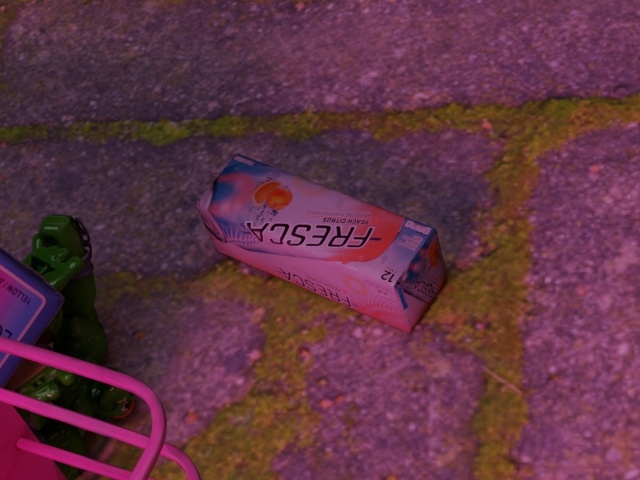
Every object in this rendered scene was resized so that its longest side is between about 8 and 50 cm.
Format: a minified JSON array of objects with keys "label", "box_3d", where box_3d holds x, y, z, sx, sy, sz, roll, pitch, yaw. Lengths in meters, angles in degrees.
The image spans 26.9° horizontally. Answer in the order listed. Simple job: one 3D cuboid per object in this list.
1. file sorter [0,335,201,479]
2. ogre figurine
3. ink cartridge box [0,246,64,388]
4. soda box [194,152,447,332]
[{"label":"file sorter","box_3d":[-0.154,0.206,0.726,0.182,0.290,0.202,15,59,23]},{"label":"ogre figurine","box_3d":[-0.187,0.088,0.937,0.097,0.118,0.197,-17,51,-2]},{"label":"ink cartridge box","box_3d":[-0.380,0.130,0.866,0.270,0.151,0.395,20,74,51]},{"label":"soda box","box_3d":[0.000,0.000,0.986,0.183,0.063,0.058,21,61,29]}]
